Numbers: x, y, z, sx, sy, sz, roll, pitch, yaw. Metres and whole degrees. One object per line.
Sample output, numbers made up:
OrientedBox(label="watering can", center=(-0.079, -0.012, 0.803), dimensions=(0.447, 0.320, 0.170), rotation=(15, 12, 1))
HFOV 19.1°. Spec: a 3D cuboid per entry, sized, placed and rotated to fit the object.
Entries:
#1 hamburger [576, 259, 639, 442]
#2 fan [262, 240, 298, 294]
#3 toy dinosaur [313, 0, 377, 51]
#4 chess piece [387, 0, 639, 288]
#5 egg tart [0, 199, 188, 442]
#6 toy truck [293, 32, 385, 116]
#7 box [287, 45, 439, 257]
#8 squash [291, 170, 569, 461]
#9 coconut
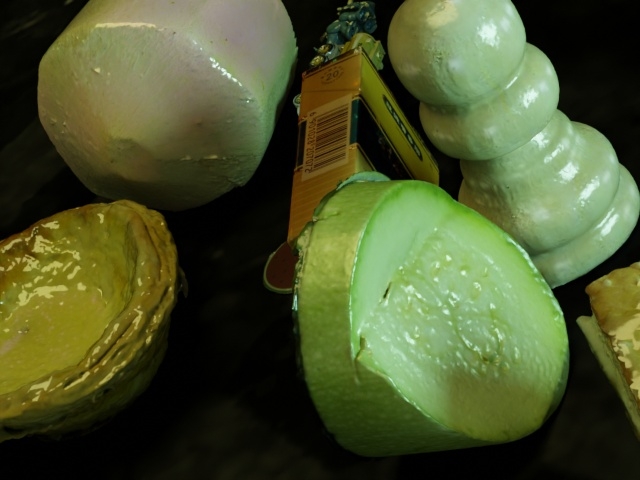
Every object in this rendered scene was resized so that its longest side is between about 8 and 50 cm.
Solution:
OrientedBox(label="hamburger", center=(0.268, 0.099, 1.255), dimensions=(0.155, 0.135, 0.208), rotation=(-27, 36, 14))
OrientedBox(label="fan", center=(0.000, 0.000, 1.730), dimensions=(0.133, 0.005, 0.085), rotation=(-46, 34, -16))
OrientedBox(label="toy dinosaur", center=(0.027, -0.219, 1.964), dimensions=(0.047, 0.030, 0.083), rotation=(0, 45, 42))
OrientedBox(label="chess piece", center=(0.139, -0.092, 1.496), dimensions=(0.142, 0.261, 0.143), rotation=(-22, 38, 18))
OrientedBox(label="egg tart", center=(-0.233, 0.087, 1.719), dimensions=(0.294, 0.123, 0.294), rotation=(-19, 35, 14))
OrientedBox(label="toy truck", center=(0.021, -0.151, 1.863), dimensions=(0.063, 0.052, 0.123), rotation=(-6, 40, 27))
OrientedBox(label="box", center=(0.039, -0.034, 1.603), dimensions=(0.070, 0.152, 0.237), rotation=(-21, 35, 22))
OrientedBox(label="squash", center=(0.074, 0.053, 1.407), dimensions=(0.133, 0.220, 0.220), rotation=(-8, 41, 39))
OrientedBox(label="coconut", center=(-0.154, -0.146, 1.872), dimensions=(0.233, 0.233, 0.245), rotation=(-12, 31, 30))
